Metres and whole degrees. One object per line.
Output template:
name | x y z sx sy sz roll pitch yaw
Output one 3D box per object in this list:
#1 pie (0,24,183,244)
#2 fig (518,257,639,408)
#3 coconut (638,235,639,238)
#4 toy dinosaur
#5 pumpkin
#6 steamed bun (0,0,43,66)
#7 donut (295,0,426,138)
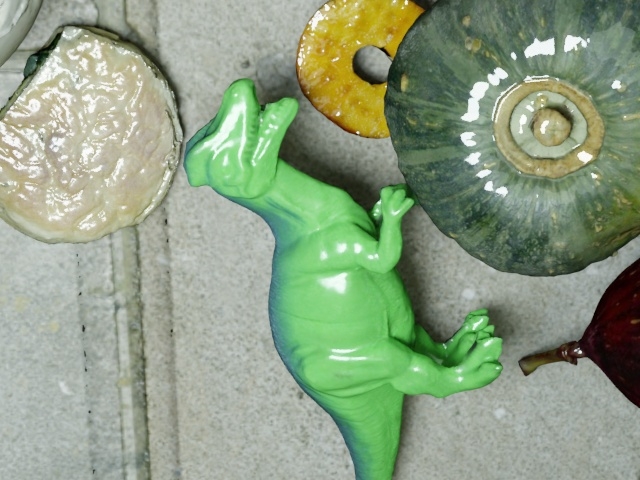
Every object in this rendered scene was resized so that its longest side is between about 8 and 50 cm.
pie | -0.226 -0.089 1.337 0.185 0.052 0.218 37 99 -15
fig | 0.336 0.095 1.385 0.250 0.203 0.186 -3 125 -2
coconut | 0.329 -0.051 1.383 0.110 0.110 0.124 9 131 -9
toy dinosaur | -0.032 0.120 1.362 0.375 0.144 0.500 24 117 -15
pumpkin | 0.228 -0.130 1.219 0.328 0.257 0.291 -27 108 20
steamed bun | -0.385 -0.268 1.175 0.324 0.206 0.324 -1 109 -3
donut | 0.048 -0.174 1.335 0.152 0.058 0.151 -2 110 -6
